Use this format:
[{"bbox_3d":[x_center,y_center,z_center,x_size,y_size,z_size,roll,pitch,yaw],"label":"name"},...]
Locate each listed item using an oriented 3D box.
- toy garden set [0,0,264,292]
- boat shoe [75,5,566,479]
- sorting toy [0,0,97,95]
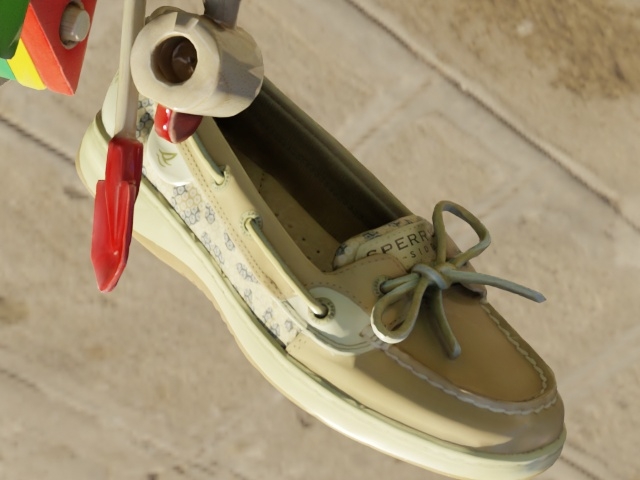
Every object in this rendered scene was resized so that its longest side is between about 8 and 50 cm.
[{"bbox_3d":[-0.087,-0.105,0.423,0.203,0.049,0.244,20,98,18],"label":"toy garden set"},{"bbox_3d":[0.000,0.000,0.700,0.104,0.285,0.089,-21,142,-53],"label":"boat shoe"},{"bbox_3d":[-0.166,-0.143,0.626,0.089,0.257,0.255,15,122,18],"label":"sorting toy"}]
